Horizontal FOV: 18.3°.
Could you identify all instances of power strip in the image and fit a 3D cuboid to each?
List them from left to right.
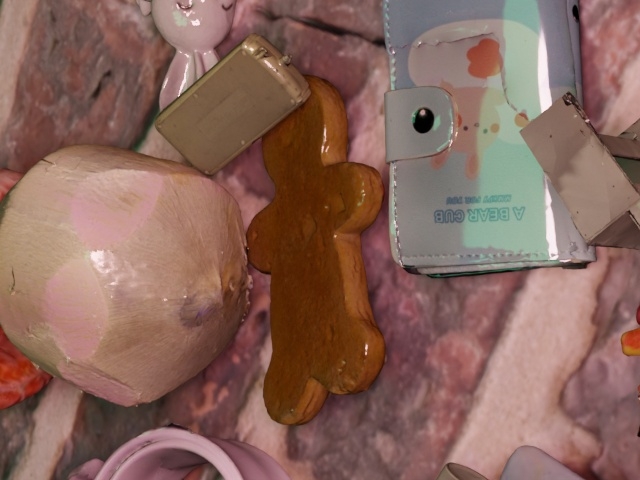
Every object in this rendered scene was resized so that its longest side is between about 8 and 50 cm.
[{"bbox_3d":[-0.074,-0.121,1.742,0.076,0.028,0.169,46,132,-10],"label":"power strip"}]

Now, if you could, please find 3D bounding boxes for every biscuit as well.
[{"bbox_3d":[0.000,0.000,1.724,0.197,0.049,0.301,-27,64,51],"label":"biscuit"}]

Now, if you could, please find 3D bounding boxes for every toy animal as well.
[{"bbox_3d":[-0.109,-0.202,1.824,0.181,0.131,0.127,59,152,30],"label":"toy animal"}]

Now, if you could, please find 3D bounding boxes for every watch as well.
[{"bbox_3d":[-0.130,0.292,1.759,0.217,0.211,0.248,-20,68,25],"label":"watch"}]

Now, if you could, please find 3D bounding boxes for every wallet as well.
[{"bbox_3d":[0.138,-0.097,1.641,0.176,0.075,0.250,-4,87,29],"label":"wallet"}]

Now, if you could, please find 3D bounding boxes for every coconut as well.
[{"bbox_3d":[-0.171,0.032,1.765,0.230,0.227,0.227,25,103,41],"label":"coconut"}]

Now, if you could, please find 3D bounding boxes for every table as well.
[{"bbox_3d":[0.249,-0.024,1.509,0.062,0.146,0.175,-41,66,25],"label":"table"}]

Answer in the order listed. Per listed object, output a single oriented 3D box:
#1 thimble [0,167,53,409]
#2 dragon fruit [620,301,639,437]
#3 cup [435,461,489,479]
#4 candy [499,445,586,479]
[{"bbox_3d":[-0.340,0.041,1.883,0.162,0.239,0.239,16,98,36],"label":"thimble"},{"bbox_3d":[0.299,0.099,1.477,0.166,0.136,0.133,55,159,20],"label":"dragon fruit"},{"bbox_3d":[0.108,0.231,1.672,0.054,0.075,0.083,26,103,-4],"label":"cup"},{"bbox_3d":[0.203,0.259,1.580,0.174,0.071,0.138,30,114,32],"label":"candy"}]
